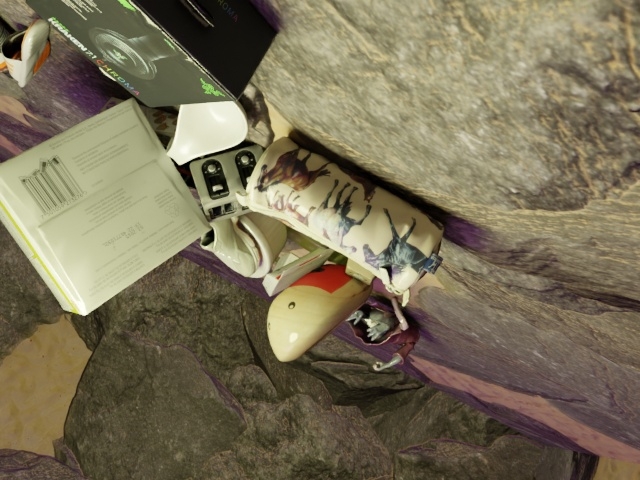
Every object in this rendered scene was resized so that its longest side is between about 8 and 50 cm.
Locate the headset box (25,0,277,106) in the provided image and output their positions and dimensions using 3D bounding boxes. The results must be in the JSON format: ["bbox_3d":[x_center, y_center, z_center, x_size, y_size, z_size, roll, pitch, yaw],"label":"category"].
[{"bbox_3d":[-0.240,-0.322,0.815,0.283,0.131,0.246,11,158,45],"label":"headset box"}]

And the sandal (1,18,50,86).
[{"bbox_3d":[-0.662,-0.437,1.256,0.076,0.102,0.265,35,155,-19],"label":"sandal"}]

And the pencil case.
[{"bbox_3d":[0.045,-0.046,1.123,0.410,0.184,0.160,29,148,-1],"label":"pencil case"}]

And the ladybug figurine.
[{"bbox_3d":[-0.007,0.183,1.590,0.162,0.305,0.449,49,-158,9],"label":"ladybug figurine"}]

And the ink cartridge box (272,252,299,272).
[{"bbox_3d":[-0.051,0.141,2.094,0.231,0.078,0.134,32,165,-14],"label":"ink cartridge box"}]

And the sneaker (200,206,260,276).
[{"bbox_3d":[-0.251,0.007,1.451,0.099,0.121,0.263,11,136,39],"label":"sneaker"}]

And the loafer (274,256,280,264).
[{"bbox_3d":[-0.210,0.066,2.179,0.148,0.050,0.056,38,162,-32],"label":"loafer"}]

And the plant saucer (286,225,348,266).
[{"bbox_3d":[0.000,0.000,1.629,0.240,0.037,0.241,25,165,7],"label":"plant saucer"}]

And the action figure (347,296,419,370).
[{"bbox_3d":[0.262,0.307,2.028,0.275,0.248,0.370,-37,139,27],"label":"action figure"}]

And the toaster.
[{"bbox_3d":[-0.206,-0.127,1.301,0.168,0.110,0.186,-16,169,-11],"label":"toaster"}]

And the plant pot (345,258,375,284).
[{"bbox_3d":[0.120,0.054,1.484,0.109,0.096,0.109,26,164,7],"label":"plant pot"}]

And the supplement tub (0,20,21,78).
[{"bbox_3d":[-0.775,-0.468,1.313,0.106,0.106,0.198,20,163,26],"label":"supplement tub"}]

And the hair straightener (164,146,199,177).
[{"bbox_3d":[-0.282,-0.190,1.399,0.230,0.089,0.047,20,175,-2],"label":"hair straightener"}]

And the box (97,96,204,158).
[{"bbox_3d":[-0.401,-0.277,1.367,0.323,0.063,0.067,20,159,26],"label":"box"}]

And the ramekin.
[{"bbox_3d":[-0.215,-0.033,1.599,0.272,0.127,0.273,28,146,21],"label":"ramekin"}]

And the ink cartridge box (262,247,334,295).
[{"bbox_3d":[-0.060,0.066,1.565,0.056,0.181,0.225,58,157,14],"label":"ink cartridge box"}]

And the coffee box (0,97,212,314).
[{"bbox_3d":[-0.520,-0.066,1.305,0.334,0.337,0.338,-9,114,59],"label":"coffee box"}]

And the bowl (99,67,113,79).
[{"bbox_3d":[-0.373,-0.349,1.106,0.142,0.053,0.142,28,164,2],"label":"bowl"}]

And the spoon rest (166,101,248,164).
[{"bbox_3d":[-0.244,-0.221,1.145,0.137,0.084,0.276,39,146,-20],"label":"spoon rest"}]

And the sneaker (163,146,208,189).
[{"bbox_3d":[-0.382,-0.214,1.512,0.281,0.106,0.162,35,173,9],"label":"sneaker"}]
